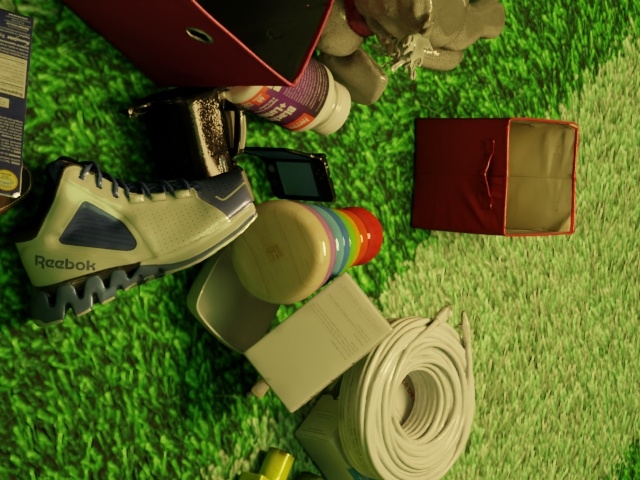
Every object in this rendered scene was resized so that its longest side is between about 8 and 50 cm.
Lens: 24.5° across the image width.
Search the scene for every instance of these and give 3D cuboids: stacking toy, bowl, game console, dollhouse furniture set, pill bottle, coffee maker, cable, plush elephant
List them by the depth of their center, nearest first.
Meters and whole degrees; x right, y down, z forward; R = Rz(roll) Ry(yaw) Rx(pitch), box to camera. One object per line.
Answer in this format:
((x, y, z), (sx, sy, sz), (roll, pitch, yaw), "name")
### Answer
((-0.178, -0.109, 1.951), (0.171, 0.120, 0.178), (-16, 104, -23), "coffee maker")
((-0.123, 0.074, 2.054), (0.142, 0.053, 0.142), (47, 60, -38), "bowl")
((-0.053, -0.093, 2.061), (0.071, 0.122, 0.107), (-33, 117, -39), "game console")
((-0.049, -0.215, 2.063), (0.193, 0.108, 0.108), (22, 78, -44), "pill bottle")
((0.000, 0.000, 2.086), (0.330, 0.141, 0.141), (-16, 107, -68), "stacking toy")
((0.081, -0.344, 2.108), (0.330, 0.255, 0.272), (-54, 138, -38), "plush elephant")
((-0.048, 0.220, 2.135), (0.081, 0.091, 0.114), (-53, 132, -9), "dollhouse furniture set")
((0.128, 0.238, 2.188), (0.257, 0.089, 0.257), (-22, 109, -42), "cable")

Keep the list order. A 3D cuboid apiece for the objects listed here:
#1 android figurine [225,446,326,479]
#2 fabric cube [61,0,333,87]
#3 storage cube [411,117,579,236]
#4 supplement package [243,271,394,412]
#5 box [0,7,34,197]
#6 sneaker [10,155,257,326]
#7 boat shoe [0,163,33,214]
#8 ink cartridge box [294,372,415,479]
((-0.085, 0.445, 2.126), (0.248, 0.056, 0.273), (40, 65, -41), "android figurine")
((-0.149, -0.359, 1.841), (0.254, 0.258, 0.259), (40, 66, -42), "fabric cube")
((0.277, -0.104, 2.351), (0.215, 0.193, 0.183), (-2, 95, -45), "storage cube")
((0.000, 0.140, 2.015), (0.179, 0.105, 0.105), (-38, 84, 1), "supplement package")
((-0.407, -0.166, 1.711), (0.136, 0.036, 0.225), (13, 72, -39), "box")
((-0.245, -0.038, 1.816), (0.315, 0.127, 0.182), (-27, 106, -8), "sneaker")
((-0.416, -0.048, 1.726), (0.207, 0.073, 0.073), (-25, 109, -43), "boat shoe")
((0.067, 0.274, 2.249), (0.190, 0.082, 0.139), (-53, 128, -31), "ink cartridge box")
